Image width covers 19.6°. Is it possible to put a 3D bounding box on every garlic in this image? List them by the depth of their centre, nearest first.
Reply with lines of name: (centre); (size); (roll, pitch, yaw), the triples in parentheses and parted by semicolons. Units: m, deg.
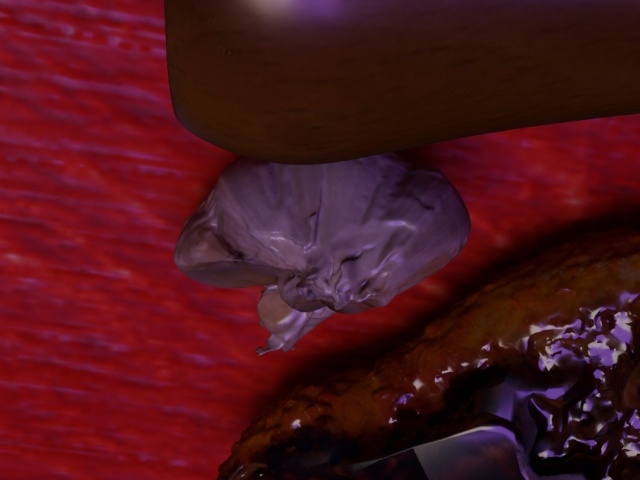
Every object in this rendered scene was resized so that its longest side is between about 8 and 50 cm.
garlic: (-0.002, -0.003, 0.686); (0.113, 0.094, 0.074); (-15, 82, 9)

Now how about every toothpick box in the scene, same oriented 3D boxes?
toothpick box: (0.102, -0.097, 0.580); (0.294, 0.192, 0.192); (0, 122, 0)

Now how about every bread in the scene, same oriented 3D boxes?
bread: (0.093, 0.075, 0.740); (0.269, 0.095, 0.139); (-23, 103, 16)
